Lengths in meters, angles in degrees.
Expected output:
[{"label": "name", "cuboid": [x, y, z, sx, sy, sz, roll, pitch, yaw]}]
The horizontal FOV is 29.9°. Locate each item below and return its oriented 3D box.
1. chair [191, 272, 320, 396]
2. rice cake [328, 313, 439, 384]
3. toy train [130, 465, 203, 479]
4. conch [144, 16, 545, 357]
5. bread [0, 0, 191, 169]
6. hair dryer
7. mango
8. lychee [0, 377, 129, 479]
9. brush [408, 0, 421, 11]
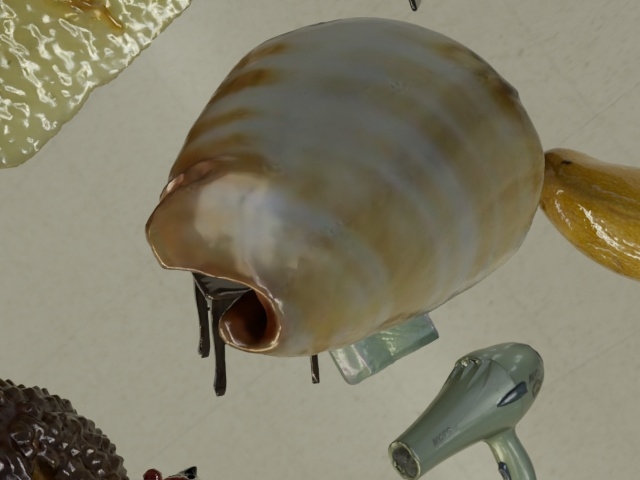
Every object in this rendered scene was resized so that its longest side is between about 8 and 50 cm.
[{"label": "chair", "cuboid": [-0.083, 0.034, 1.654, 0.186, 0.160, 0.319, -6, 110, -13]}, {"label": "rice cake", "cuboid": [0.000, -0.001, 0.866, 0.080, 0.042, 0.222, -29, 108, 7]}, {"label": "toy train", "cuboid": [-0.189, 0.373, 1.338, 0.163, 0.369, 0.232, -6, 92, 21]}, {"label": "conch", "cuboid": [0.028, -0.030, 0.540, 0.127, 0.255, 0.158, -33, 99, 22]}, {"label": "bread", "cuboid": [-0.360, -0.200, 0.863, 0.346, 0.242, 0.405, 47, 154, -26]}, {"label": "hair dryer", "cuboid": [0.123, 0.185, 0.902, 0.067, 0.167, 0.199, -12, 89, 48]}, {"label": "mango", "cuboid": [0.322, -0.014, 1.172, 0.262, 0.157, 0.109, 19, 116, 21]}, {"label": "lychee", "cuboid": [-0.296, 0.250, 1.040, 0.267, 0.267, 0.267, 13, 116, 27]}, {"label": "brush", "cuboid": [0.101, -0.296, 1.284, 0.016, 0.193, 0.063, -10, 112, 17]}]
